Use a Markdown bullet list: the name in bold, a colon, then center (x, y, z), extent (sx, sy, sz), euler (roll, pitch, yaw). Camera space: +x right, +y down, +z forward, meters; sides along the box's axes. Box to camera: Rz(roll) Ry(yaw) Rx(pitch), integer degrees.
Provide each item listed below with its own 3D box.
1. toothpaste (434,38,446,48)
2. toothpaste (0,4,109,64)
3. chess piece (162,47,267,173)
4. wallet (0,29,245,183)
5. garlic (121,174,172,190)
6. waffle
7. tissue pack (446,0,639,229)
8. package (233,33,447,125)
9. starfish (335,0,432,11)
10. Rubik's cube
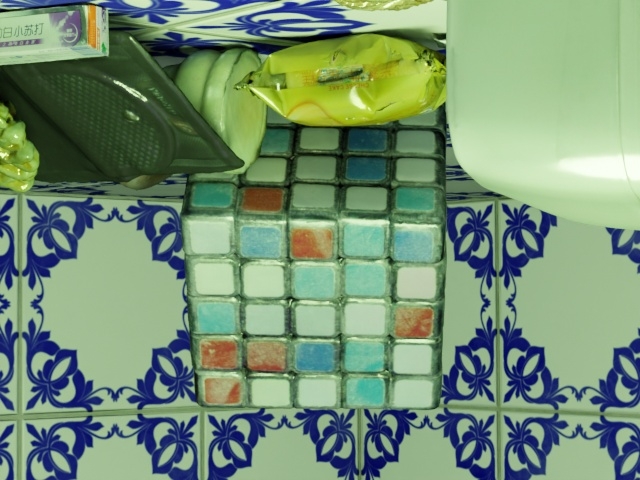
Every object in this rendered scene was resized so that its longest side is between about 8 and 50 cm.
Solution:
- **toothpaste**: center (0.214, -0.192, 1.767), extent (0.194, 0.043, 0.067), euler (5, -179, 8)
- **toothpaste**: center (-0.288, -0.189, 1.632), extent (0.196, 0.047, 0.040), euler (-1, -179, 26)
- **chess piece**: center (-0.190, -0.144, 1.875), extent (0.243, 0.133, 0.133), euler (5, 179, 19)
- **wallet**: center (-0.255, -0.131, 1.775), extent (0.323, 0.041, 0.247), euler (3, 148, 34)
- **garlic**: center (-0.225, -0.137, 2.497), extent (0.148, 0.128, 0.266), euler (11, -169, 13)
- **waffle**: center (-0.384, -0.126, 1.789), extent (0.214, 0.054, 0.208), euler (25, 156, 5)
- **tissue pack**: center (0.238, -0.121, 1.161), extent (0.236, 0.229, 0.333), euler (1, 178, 24)
- **package**: center (0.035, -0.161, 1.789), extent (0.226, 0.090, 0.168), euler (-4, 178, 18)
- **starfish**: center (0.070, -0.208, 1.361), extent (0.277, 0.062, 0.236), euler (-4, -175, -38)
- **Rubik's cube**: center (0.000, 0.000, 2.005), extent (0.292, 0.287, 0.293), euler (0, -142, 1)
